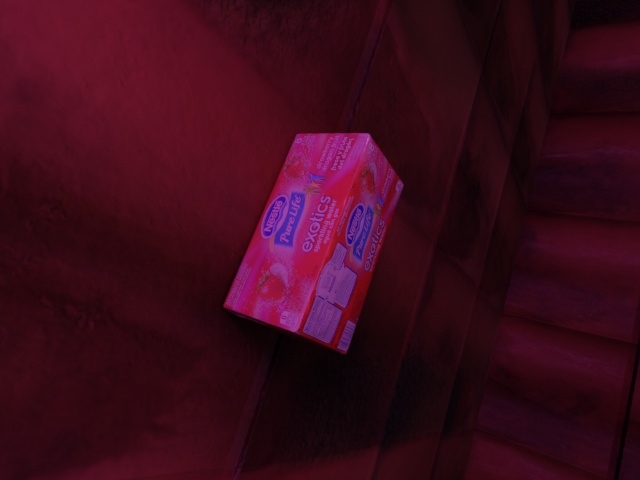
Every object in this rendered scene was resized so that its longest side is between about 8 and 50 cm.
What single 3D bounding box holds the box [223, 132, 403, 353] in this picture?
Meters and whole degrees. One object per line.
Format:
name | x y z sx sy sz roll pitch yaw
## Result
box | 0.000 0.000 0.556 0.128 0.122 0.257 39 67 -52
